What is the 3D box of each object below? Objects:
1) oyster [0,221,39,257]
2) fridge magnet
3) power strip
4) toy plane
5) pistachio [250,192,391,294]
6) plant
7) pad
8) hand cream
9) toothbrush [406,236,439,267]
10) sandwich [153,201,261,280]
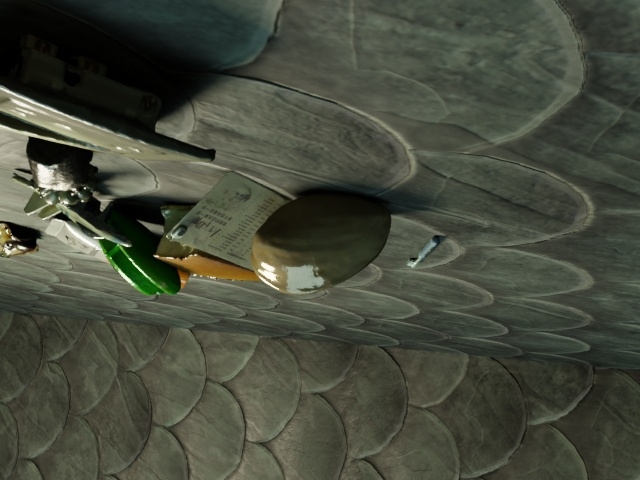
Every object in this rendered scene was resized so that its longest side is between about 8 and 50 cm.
[{"bbox_3d":[-0.842,-0.006,1.713,0.361,0.096,0.221,12,158,-25],"label":"oyster"},{"bbox_3d":[-0.345,0.025,1.409,0.208,0.088,0.208,51,180,0],"label":"fridge magnet"},{"bbox_3d":[-0.268,-0.154,0.824,0.257,0.092,0.251,17,172,-34],"label":"power strip"},{"bbox_3d":[-0.402,-0.056,1.248,0.262,0.088,0.192,17,173,27],"label":"toy plane"},{"bbox_3d":[0.000,0.000,1.186,0.238,0.153,0.138,-24,172,2],"label":"pistachio"},{"bbox_3d":[-0.375,-0.109,1.073,0.092,0.094,0.143,-5,156,-8],"label":"plant"},{"bbox_3d":[-0.109,-0.017,1.231,0.159,0.009,0.265,-43,142,19],"label":"pad"},{"bbox_3d":[-0.430,0.014,1.596,0.314,0.089,0.140,21,159,-19],"label":"hand cream"},{"bbox_3d":[0.193,0.024,1.409,0.019,0.016,0.219,17,166,-1],"label":"toothbrush"},{"bbox_3d":[-0.174,0.005,1.348,0.220,0.108,0.186,4,166,14],"label":"sandwich"}]
